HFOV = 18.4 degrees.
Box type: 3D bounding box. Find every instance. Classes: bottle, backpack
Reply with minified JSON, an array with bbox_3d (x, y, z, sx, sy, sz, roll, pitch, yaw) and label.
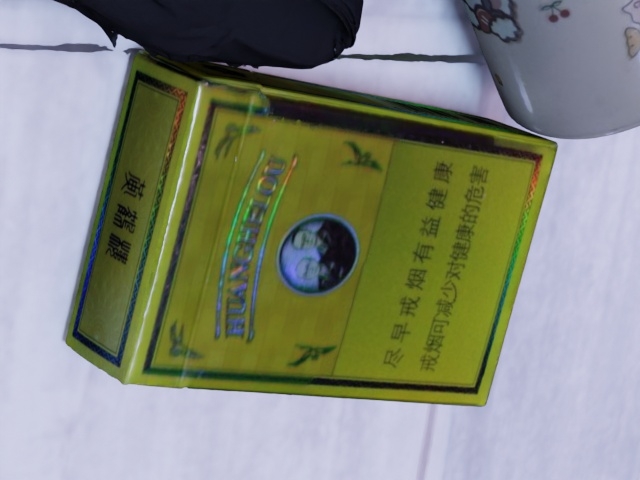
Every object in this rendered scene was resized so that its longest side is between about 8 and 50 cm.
[{"bbox_3d":[0.102,-0.166,0.909,0.110,0.110,0.233,-39,126,-20],"label":"bottle"},{"bbox_3d":[-0.050,-0.128,0.812,0.165,0.106,0.120,32,63,-56],"label":"backpack"}]

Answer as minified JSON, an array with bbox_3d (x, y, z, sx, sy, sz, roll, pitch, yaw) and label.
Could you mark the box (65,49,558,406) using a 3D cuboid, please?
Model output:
[{"bbox_3d":[0.000,0.000,0.923,0.220,0.064,0.141,9,102,-37],"label":"box"}]
